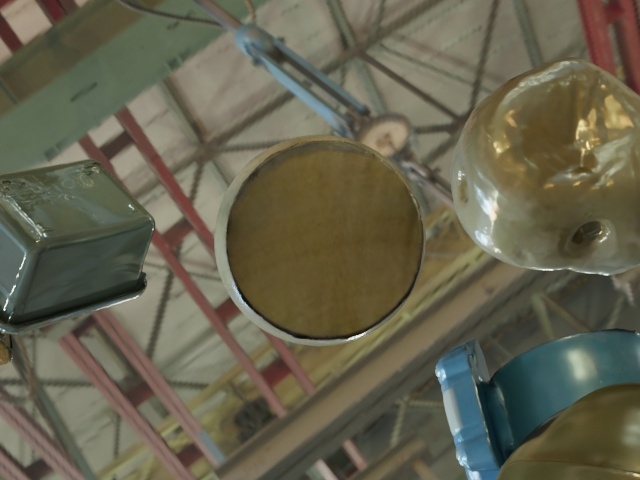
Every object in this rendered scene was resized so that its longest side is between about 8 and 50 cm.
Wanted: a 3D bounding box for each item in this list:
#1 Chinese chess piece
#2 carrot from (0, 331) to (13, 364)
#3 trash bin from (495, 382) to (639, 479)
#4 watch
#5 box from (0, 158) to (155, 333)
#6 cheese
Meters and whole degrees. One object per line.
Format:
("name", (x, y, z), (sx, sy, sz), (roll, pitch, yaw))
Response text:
("Chinese chess piece", (0.000, 0.000, 1.376), (0.257, 0.104, 0.257), (0, -89, -8))
("carrot", (-0.399, 0.058, 1.292), (0.082, 0.173, 0.082), (-14, -22, -6))
("trash bin", (0.178, 0.248, 0.671), (0.214, 0.214, 0.333), (36, -120, -44))
("watch", (0.216, 0.157, 0.997), (0.193, 0.211, 0.211), (-17, -47, 7))
("box", (-0.230, -0.004, 0.985), (0.172, 0.124, 0.092), (-18, -36, -51))
("cheese", (0.240, -0.068, 1.084), (0.235, 0.218, 0.117), (-49, -19, -29))
